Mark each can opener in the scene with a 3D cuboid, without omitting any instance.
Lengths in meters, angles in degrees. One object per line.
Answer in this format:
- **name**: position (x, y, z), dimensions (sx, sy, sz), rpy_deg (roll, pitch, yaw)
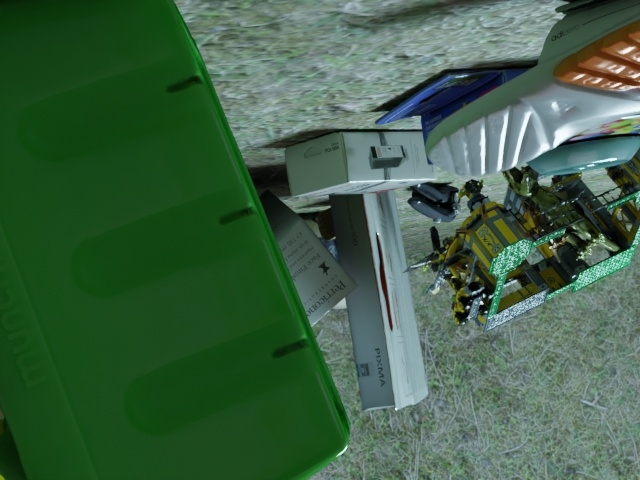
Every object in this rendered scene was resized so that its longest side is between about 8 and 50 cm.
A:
- **can opener**: position (0.162, -0.055, 1.955), dimensions (0.073, 0.059, 0.186), rpy_deg (-9, 176, 18)

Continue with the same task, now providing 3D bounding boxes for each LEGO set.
- **LEGO set**: position (0.262, -0.047, 1.682), dimensions (0.331, 0.192, 0.255), rpy_deg (-28, 150, -12)

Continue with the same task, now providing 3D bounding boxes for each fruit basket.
- **fruit basket**: position (-0.199, 0.056, 0.830), dimensions (0.392, 0.392, 0.283), rpy_deg (-8, 175, 1)

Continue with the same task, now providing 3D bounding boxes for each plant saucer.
- **plant saucer**: position (0.260, -0.081, 1.313), dimensions (0.119, 0.021, 0.119), rpy_deg (-8, 177, 0)

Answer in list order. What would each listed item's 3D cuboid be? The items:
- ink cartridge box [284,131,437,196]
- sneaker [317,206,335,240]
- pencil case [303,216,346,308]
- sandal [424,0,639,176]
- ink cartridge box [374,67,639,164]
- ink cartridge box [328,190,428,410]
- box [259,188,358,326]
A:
- **ink cartridge box**: position (0.044, -0.082, 1.442), dimensions (0.135, 0.056, 0.099), rpy_deg (-4, 175, -40)
- **sneaker**: position (0.077, -0.043, 2.001), dimensions (0.086, 0.064, 0.192), rpy_deg (-14, 179, -31)
- **pencil case**: position (-0.125, 0.048, 2.138), dimensions (0.410, 0.160, 0.183), rpy_deg (-5, -176, -23)
- **sandal**: position (0.187, -0.131, 0.957), dimensions (0.265, 0.076, 0.102), rpy_deg (-22, 146, 27)
- **ink cartridge box**: position (0.228, -0.122, 1.266), dimensions (0.311, 0.065, 0.186), rpy_deg (-4, 174, -20)
- **ink cartridge box**: position (0.059, 0.063, 1.696), dimensions (0.091, 0.308, 0.385), rpy_deg (-9, 175, 9)
- **box**: position (-0.076, 0.052, 1.664), dimensions (0.181, 0.119, 0.182), rpy_deg (-42, -159, -3)
